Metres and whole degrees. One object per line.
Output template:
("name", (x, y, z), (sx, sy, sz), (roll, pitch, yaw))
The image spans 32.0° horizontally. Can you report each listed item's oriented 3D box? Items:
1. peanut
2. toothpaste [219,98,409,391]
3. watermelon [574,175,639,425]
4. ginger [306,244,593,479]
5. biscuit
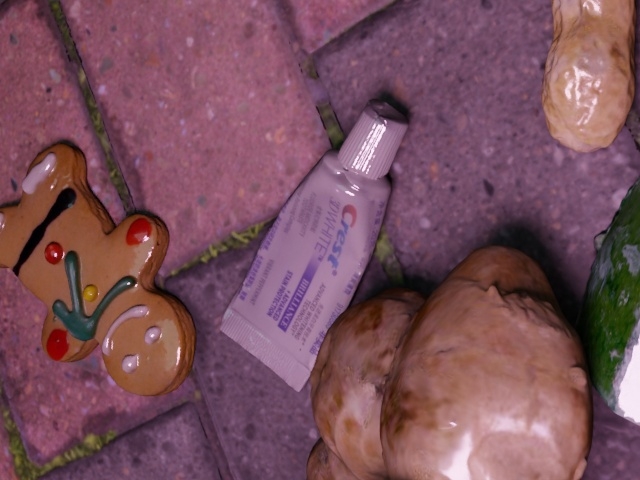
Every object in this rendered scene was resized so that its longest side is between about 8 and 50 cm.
("peanut", (0.216, -0.158, 0.900), (0.080, 0.080, 0.175), (2, 91, 28))
("toothpaste", (-0.001, -0.001, 1.033), (0.283, 0.068, 0.099), (-62, 37, 21))
("watermelon", (0.328, 0.037, 0.796), (0.302, 0.151, 0.264), (35, 106, 24))
("ginger", (0.088, 0.133, 0.905), (0.304, 0.155, 0.245), (-26, 54, 61))
("biscuit", (-0.241, 0.040, 1.167), (0.301, 0.049, 0.197), (47, 112, 20))
